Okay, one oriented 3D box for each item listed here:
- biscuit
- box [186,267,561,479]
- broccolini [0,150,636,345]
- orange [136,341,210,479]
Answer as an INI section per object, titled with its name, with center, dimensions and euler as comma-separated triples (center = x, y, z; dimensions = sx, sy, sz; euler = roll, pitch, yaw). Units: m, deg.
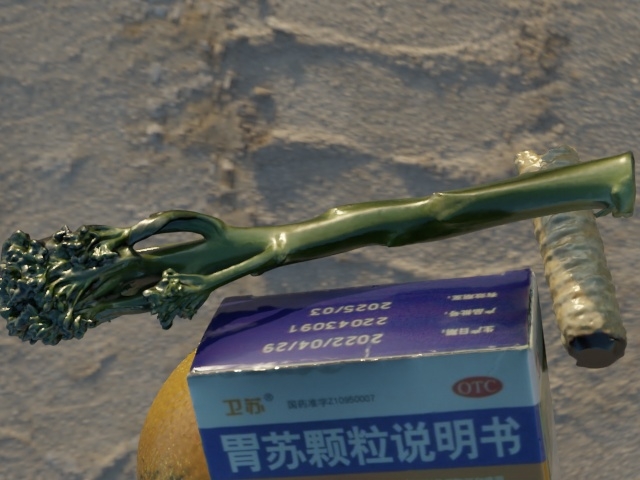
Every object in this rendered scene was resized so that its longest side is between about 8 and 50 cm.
[biscuit]
center = 0.209, 0.007, 1.211
dimensions = 0.061, 0.055, 0.219
euler = -4, 53, -2
[box]
center = 0.050, 0.179, 0.889
dimensions = 0.200, 0.106, 0.300
euler = -5, 112, 13
[broccolini]
center = 0.001, 0.005, 0.851
dimensions = 0.392, 0.079, 0.074
euler = -11, 60, 2
[orange]
center = -0.035, 0.173, 1.167
dimensions = 0.236, 0.236, 0.236
euler = -1, 89, 26
